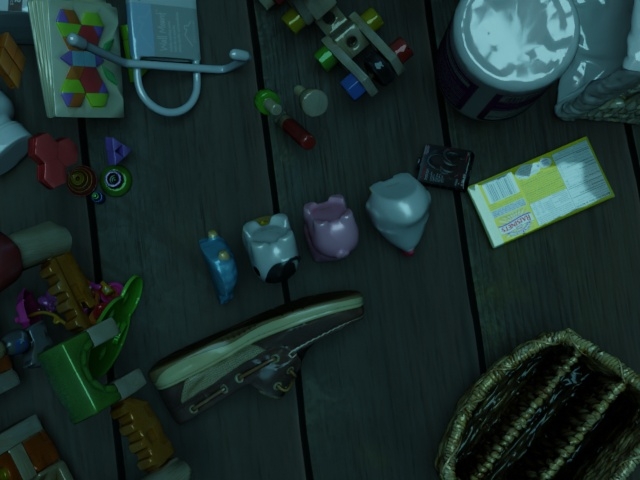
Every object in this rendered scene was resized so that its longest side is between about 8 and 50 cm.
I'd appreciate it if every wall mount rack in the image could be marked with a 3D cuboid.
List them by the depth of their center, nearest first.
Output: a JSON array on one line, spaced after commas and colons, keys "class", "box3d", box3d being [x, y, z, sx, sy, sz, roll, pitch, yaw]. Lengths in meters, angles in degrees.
[{"class": "wall mount rack", "box3d": [-0.255, -0.368, 1.456, 0.304, 0.130, 0.350, -3, 85, -36]}]

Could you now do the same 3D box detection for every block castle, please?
[{"class": "block castle", "box3d": [-0.414, 0.227, 1.348, 0.303, 0.213, 0.453, -26, 92, 33]}]

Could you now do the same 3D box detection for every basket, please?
[{"class": "basket", "box3d": [0.311, 0.275, 1.412, 0.213, 0.223, 0.299, 41, 88, 3]}, {"class": "basket", "box3d": [0.517, -0.344, 1.414, 0.266, 0.328, 0.331, 6, 85, -4]}]

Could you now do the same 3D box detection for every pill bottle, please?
[{"class": "pill bottle", "box3d": [0.254, -0.263, 1.413, 0.169, 0.301, 0.169, 0, 86, 0]}, {"class": "pill bottle", "box3d": [-0.546, -0.203, 1.499, 0.124, 0.124, 0.221, -45, 86, -3]}]

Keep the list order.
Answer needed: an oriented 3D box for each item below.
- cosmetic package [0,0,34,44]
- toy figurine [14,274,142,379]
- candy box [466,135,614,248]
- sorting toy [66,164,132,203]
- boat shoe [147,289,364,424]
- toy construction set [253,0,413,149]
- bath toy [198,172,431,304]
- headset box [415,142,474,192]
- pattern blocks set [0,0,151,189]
[{"class": "cosmetic package", "box3d": [-0.475, -0.389, 1.483, 0.151, 0.184, 0.151, 2, 85, 1]}, {"class": "toy figurine", "box3d": [-0.377, 0.103, 1.492, 0.159, 0.130, 0.173, 19, 64, 11]}, {"class": "candy box", "box3d": [0.340, -0.074, 1.536, 0.205, 0.027, 0.105, -23, 87, -1]}, {"class": "sorting toy", "box3d": [-0.345, -0.089, 1.531, 0.102, 0.042, 0.061, -3, 86, 0]}, {"class": "boat shoe", "box3d": [-0.082, 0.178, 1.478, 0.342, 0.123, 0.123, -23, 94, 2]}, {"class": "toy construction set", "box3d": [-0.014, -0.317, 1.501, 0.257, 0.237, 0.309, 18, 104, -28]}, {"class": "bath toy", "box3d": [0.000, 0.000, 1.484, 0.348, 0.151, 0.129, -16, 123, -4]}, {"class": "headset box", "box3d": [0.190, -0.112, 1.528, 0.083, 0.032, 0.062, 12, 84, 18]}, {"class": "pattern blocks set", "box3d": [-0.350, -0.263, 1.443, 0.026, 0.285, 0.325, 0, 110, 35]}]
